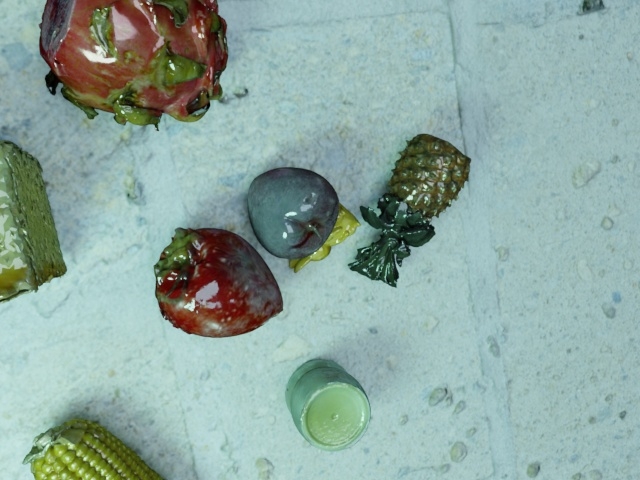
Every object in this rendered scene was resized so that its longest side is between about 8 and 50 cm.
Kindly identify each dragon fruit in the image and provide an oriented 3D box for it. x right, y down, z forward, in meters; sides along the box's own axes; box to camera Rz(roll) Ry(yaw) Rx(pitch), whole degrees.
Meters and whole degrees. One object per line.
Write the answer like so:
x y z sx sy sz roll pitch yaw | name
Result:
-0.276 -0.300 0.999 0.291 0.250 0.269 13 107 -43 | dragon fruit

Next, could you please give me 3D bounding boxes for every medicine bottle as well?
0.012 0.317 1.235 0.148 0.143 0.147 -2 96 -15 | medicine bottle

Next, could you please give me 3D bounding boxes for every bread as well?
-0.559 0.004 0.941 0.316 0.279 0.248 -11 92 -2 | bread

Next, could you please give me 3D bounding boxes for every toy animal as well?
0.000 0.000 1.236 0.070 0.083 0.159 35 98 -30 | toy animal

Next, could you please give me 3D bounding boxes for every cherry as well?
-0.172 0.084 1.117 0.250 0.192 0.175 22 125 -28 | cherry
-0.053 -0.050 1.155 0.140 0.176 0.176 10 94 -52 | cherry

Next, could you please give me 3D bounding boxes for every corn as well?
-0.344 0.457 1.128 0.144 0.144 0.387 -47 113 -9 | corn

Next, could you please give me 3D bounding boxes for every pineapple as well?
0.164 -0.059 1.252 0.170 0.141 0.309 28 95 -26 | pineapple
